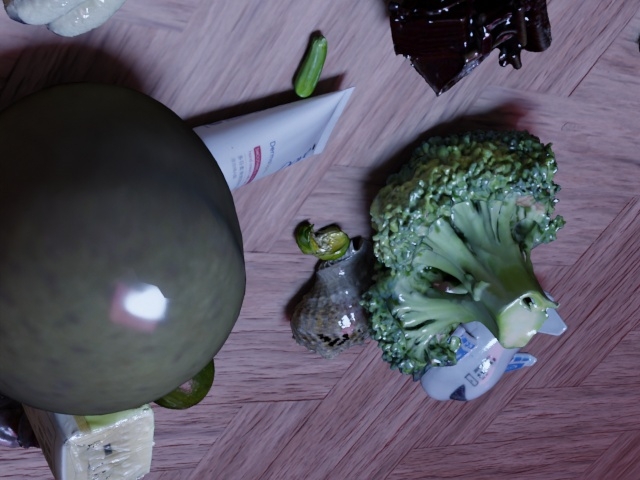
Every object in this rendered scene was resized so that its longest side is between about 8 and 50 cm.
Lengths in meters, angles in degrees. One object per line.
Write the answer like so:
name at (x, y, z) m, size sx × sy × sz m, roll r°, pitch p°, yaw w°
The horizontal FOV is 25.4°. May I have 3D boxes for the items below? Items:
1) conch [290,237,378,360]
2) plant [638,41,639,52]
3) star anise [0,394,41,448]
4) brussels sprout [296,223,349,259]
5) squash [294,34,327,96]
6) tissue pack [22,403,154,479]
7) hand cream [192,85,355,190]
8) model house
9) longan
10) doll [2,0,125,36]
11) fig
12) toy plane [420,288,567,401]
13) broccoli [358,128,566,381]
conch at (0.033, 0.080, 2.028) m, size 0.155 × 0.130 × 0.207 m, roll -42°, pitch 144°, yaw -58°
plant at (0.496, -0.286, 1.901) m, size 0.092 × 0.094 × 0.143 m, roll 17°, pitch 137°, yaw -33°
star anise at (-0.356, 0.229, 1.853) m, size 0.182 × 0.195 × 0.065 m, roll 0°, pitch 96°, yaw -9°
brussels sprout at (-0.001, 0.000, 1.921) m, size 0.083 × 0.046 × 0.051 m, roll 15°, pitch 130°, yaw -37°
squash at (-0.009, -0.203, 1.646) m, size 0.027 × 0.027 × 0.089 m, roll -8°, pitch 142°, yaw -32°
tissue pack at (-0.299, 0.177, 1.727) m, size 0.125 × 0.234 × 0.159 m, roll -19°, pitch 146°, yaw -21°
hand cream at (-0.077, -0.109, 1.680) m, size 0.248 × 0.083 × 0.133 m, roll -21°, pitch 159°, yaw -28°
model house at (0.170, -0.240, 1.642) m, size 0.164 × 0.141 × 0.203 m, roll -41°, pitch 151°, yaw -5°
longan at (-0.243, 0.014, 1.488) m, size 0.361 × 0.361 × 0.361 m, roll -22°, pitch 147°, yaw -15°
doll at (-0.175, -0.289, 1.326) m, size 0.278 × 0.175 × 0.149 m, roll -31°, pitch 111°, yaw 15°
fig at (-0.225, 0.158, 1.905) m, size 0.177 × 0.117 × 0.117 m, roll 35°, pitch 112°, yaw -32°
toy plane at (0.272, 0.170, 2.305) m, size 0.267 × 0.123 × 0.267 m, roll -20°, pitch 148°, yaw -13°
broccoli at (0.172, 0.016, 1.878) m, size 0.249 × 0.302 × 0.375 m, roll 33°, pitch 108°, yaw -7°
